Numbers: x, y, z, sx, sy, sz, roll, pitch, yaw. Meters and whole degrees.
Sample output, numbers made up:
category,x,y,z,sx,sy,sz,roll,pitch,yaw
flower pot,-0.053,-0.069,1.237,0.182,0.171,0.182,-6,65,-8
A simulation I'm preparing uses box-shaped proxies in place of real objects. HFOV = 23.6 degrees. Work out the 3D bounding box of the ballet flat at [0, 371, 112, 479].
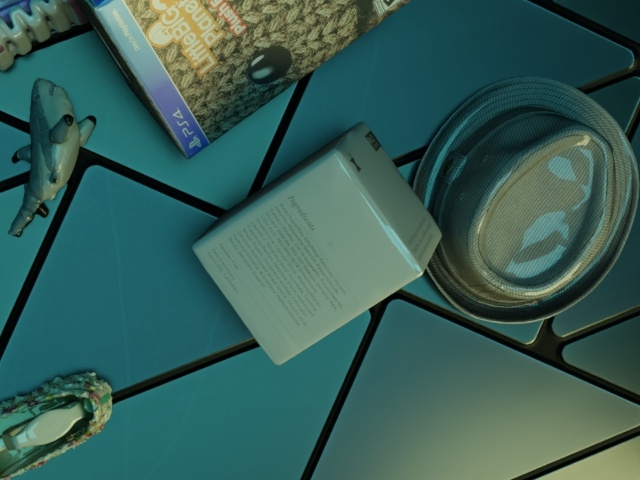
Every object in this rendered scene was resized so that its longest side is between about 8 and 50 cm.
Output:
category,x,y,z,sx,sy,sz,roll,pitch,yaw
ballet flat,-0.324,0.206,1.566,0.241,0.077,0.091,-30,96,-6

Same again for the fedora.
category,x,y,z,sx,sy,sz,roll,pitch,yaw
fedora,0.228,-0.041,1.613,0.243,0.124,0.275,41,86,-8

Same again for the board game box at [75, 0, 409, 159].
category,x,y,z,sx,sy,sz,roll,pitch,yaw
board game box,-0.086,-0.267,1.494,0.291,0.232,0.141,-37,51,-5

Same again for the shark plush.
category,x,y,z,sx,sy,sz,roll,pitch,yaw
shark plush,-0.288,-0.083,1.590,0.067,0.073,0.161,21,110,11

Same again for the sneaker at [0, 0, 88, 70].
category,x,y,z,sx,sy,sz,roll,pitch,yaw
sneaker,-0.296,-0.256,1.554,0.236,0.095,0.104,-31,79,-9

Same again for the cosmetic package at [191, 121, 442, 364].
category,x,y,z,sx,sy,sz,roll,pitch,yaw
cosmetic package,0.000,0.000,1.541,0.183,0.151,0.151,-33,97,19
